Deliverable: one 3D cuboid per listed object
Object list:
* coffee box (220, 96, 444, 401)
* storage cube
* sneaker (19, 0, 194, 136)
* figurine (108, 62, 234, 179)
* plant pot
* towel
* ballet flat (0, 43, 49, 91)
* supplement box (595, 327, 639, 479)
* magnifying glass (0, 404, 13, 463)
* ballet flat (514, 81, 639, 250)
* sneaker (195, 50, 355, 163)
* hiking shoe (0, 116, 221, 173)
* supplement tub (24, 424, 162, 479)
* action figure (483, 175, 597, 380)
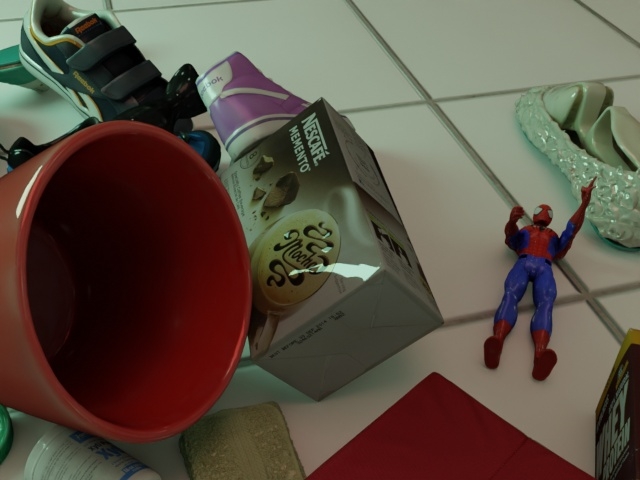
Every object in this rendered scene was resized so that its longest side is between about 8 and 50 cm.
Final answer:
[{"bbox_3d":[0.000,0.000,0.847,0.168,0.119,0.297,-35,41,18],"label":"coffee box"},{"bbox_3d":[0.082,0.250,0.550,0.183,0.215,0.193,30,40,30],"label":"storage cube"},{"bbox_3d":[-0.324,-0.256,1.149,0.321,0.127,0.126,33,46,7],"label":"sneaker"},{"bbox_3d":[-0.156,-0.114,1.003,0.215,0.092,0.209,48,41,-15],"label":"figurine"},{"bbox_3d":[-0.240,0.046,0.718,0.243,0.275,0.275,-8,31,33],"label":"plant pot"},{"bbox_3d":[-0.070,0.217,0.719,0.110,0.027,0.148,-12,42,-16],"label":"towel"},{"bbox_3d":[-0.461,-0.301,1.284,0.083,0.087,0.247,19,44,29],"label":"ballet flat"},{"bbox_3d":[0.354,0.207,0.673,0.191,0.129,0.194,12,40,12],"label":"supplement box"},{"bbox_3d":[-0.393,0.158,0.776,0.092,0.026,0.231,-30,48,-33],"label":"magnifying glass"},{"bbox_3d":[0.407,-0.152,1.115,0.146,0.147,0.409,-4,39,-8],"label":"ballet flat"},{"bbox_3d":[-0.059,-0.189,1.052,0.161,0.102,0.282,57,24,14],"label":"sneaker"},{"bbox_3d":[-0.264,-0.104,1.015,0.304,0.132,0.113,-24,46,-31],"label":"hiking shoe"},{"bbox_3d":[-0.201,0.215,0.680,0.107,0.071,0.071,24,44,22],"label":"supplement tub"},{"bbox_3d":[0.260,0.016,0.904,0.091,0.139,0.280,14,38,12],"label":"action figure"}]
